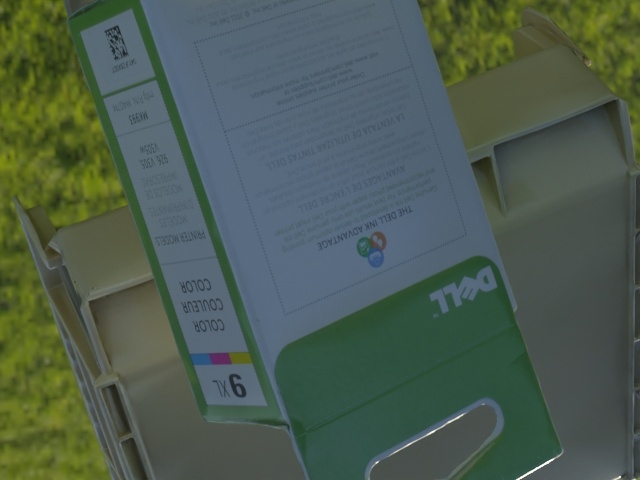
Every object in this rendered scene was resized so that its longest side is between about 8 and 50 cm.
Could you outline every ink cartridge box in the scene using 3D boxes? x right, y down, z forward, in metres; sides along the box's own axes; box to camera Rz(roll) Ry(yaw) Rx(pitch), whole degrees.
[{"bbox_3d":[0.000,0.000,0.536,0.109,0.209,0.062,-23,-173,-33],"label":"ink cartridge box"}]

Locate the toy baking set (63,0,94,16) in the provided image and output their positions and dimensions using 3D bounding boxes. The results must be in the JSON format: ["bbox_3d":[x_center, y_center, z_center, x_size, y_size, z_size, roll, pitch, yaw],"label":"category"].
[{"bbox_3d":[-0.050,-0.210,0.588,0.030,0.256,0.197,24,169,32],"label":"toy baking set"}]

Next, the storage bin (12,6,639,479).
[{"bbox_3d":[0.016,0.047,0.728,0.262,0.123,0.260,-21,133,-11],"label":"storage bin"}]
